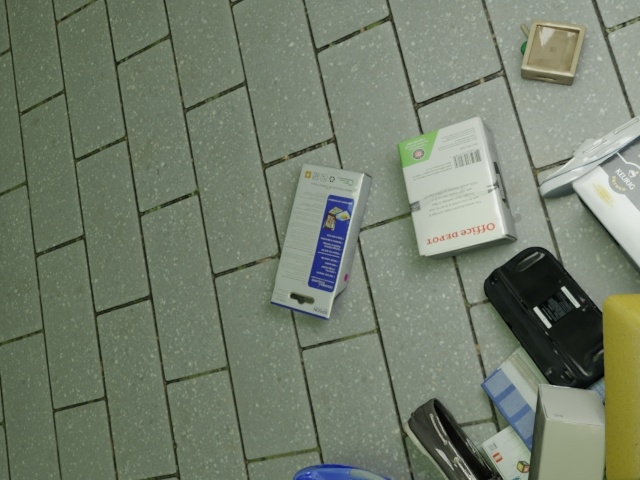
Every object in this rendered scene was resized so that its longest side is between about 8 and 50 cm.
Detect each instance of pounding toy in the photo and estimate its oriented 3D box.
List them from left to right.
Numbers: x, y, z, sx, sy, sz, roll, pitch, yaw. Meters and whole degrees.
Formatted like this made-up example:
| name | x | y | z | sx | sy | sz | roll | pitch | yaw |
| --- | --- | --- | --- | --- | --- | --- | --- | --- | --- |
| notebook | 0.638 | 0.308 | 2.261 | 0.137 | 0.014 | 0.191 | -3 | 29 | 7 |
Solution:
| name | x | y | z | sx | sy | sz | roll | pitch | yaw |
| --- | --- | --- | --- | --- | --- | --- | --- | --- | --- |
| pounding toy | 0.493 | -0.417 | 1.487 | 0.141 | 0.100 | 0.130 | 14 | 91 | 18 |

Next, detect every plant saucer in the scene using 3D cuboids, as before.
| name | x | y | z | sx | sy | sz | roll | pitch | yaw |
| --- | --- | --- | --- | --- | --- | --- | --- | --- | --- |
| plant saucer | 0.632 | 0.252 | 1.077 | 0.333 | 0.081 | 0.332 | -2 | 93 | 11 |

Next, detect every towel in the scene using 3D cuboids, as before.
| name | x | y | z | sx | sy | sz | roll | pitch | yaw |
| --- | --- | --- | --- | --- | --- | --- | --- | --- | --- |
| towel | 0.484 | 0.275 | 1.389 | 0.285 | 0.034 | 0.209 | -47 | 44 | 13 |

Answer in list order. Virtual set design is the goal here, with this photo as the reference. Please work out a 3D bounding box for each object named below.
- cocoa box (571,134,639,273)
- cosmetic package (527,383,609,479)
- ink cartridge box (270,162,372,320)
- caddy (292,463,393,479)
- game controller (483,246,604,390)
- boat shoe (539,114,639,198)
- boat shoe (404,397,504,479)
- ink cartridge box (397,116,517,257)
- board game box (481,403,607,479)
| name | x | y | z | sx | sy | sz | roll | pitch | yaw |
| --- | --- | --- | --- | --- | --- | --- | --- | --- | --- |
| cocoa box | 0.674 | -0.023 | 1.254 | 0.228 | 0.231 | 0.347 | -39 | 68 | 16 |
| cosmetic package | 0.449 | 0.444 | 1.262 | 0.113 | 0.160 | 0.309 | 6 | 104 | 12 |
| ink cartridge box | 0.000 | 0.000 | 1.698 | 0.176 | 0.069 | 0.370 | 13 | 88 | 28 |
| caddy | 0.096 | 0.589 | 1.479 | 0.342 | 0.241 | 0.179 | 11 | 95 | 28 |
| game controller | 0.472 | 0.154 | 1.398 | 0.167 | 0.067 | 0.319 | -34 | 51 | 6 |
| boat shoe | 0.570 | -0.174 | 1.417 | 0.258 | 0.095 | 0.084 | -26 | 68 | 11 |
| boat shoe | 0.317 | 0.481 | 1.448 | 0.335 | 0.112 | 0.095 | 45 | 109 | 28 |
| ink cartridge box | 0.305 | -0.109 | 1.524 | 0.199 | 0.115 | 0.272 | -15 | 77 | 26 |
| board game box | 0.509 | 0.419 | 1.387 | 0.305 | 0.053 | 0.193 | -39 | 67 | 18 |
